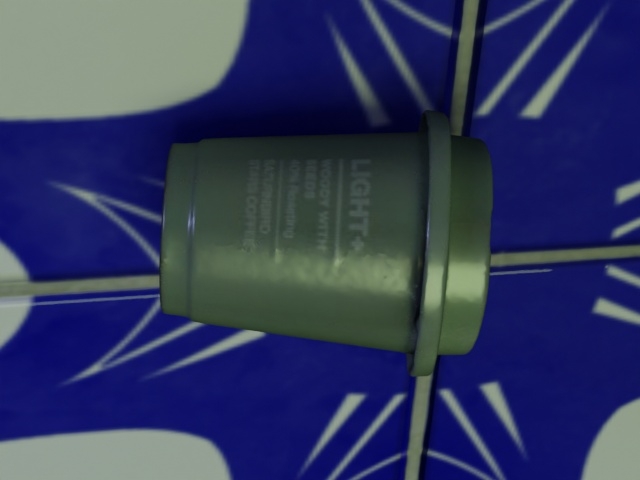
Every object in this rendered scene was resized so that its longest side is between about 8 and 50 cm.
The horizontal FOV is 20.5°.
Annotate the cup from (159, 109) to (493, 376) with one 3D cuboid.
[{"bbox_3d":[0.000,0.000,0.789,0.141,0.120,0.120,2,129,-4],"label":"cup"}]
